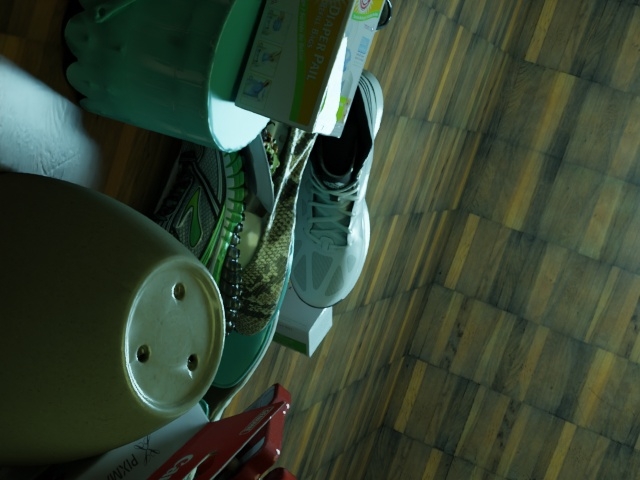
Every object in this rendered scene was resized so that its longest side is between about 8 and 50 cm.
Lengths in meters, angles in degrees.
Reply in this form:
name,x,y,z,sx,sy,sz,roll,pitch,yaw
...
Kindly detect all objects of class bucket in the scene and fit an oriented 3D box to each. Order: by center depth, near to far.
name,x,y,z,sx,sy,sz,roll,pitch,yaw
bucket,-0.151,-0.248,1.312,0.281,0.183,0.281,-57,160,-35

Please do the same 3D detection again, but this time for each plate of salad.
name,x,y,z,sx,sy,sz,roll,pitch,yaw
plate of salad,-0.088,-0.136,1.534,0.048,0.200,0.200,-16,142,-11

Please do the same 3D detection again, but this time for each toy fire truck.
name,x,y,z,sx,sy,sz,roll,pitch,yaw
toy fire truck,-0.170,0.417,1.985,0.302,0.169,0.254,-45,-167,19

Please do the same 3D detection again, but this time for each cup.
name,x,y,z,sx,sy,sz,roll,pitch,yaw
cup,-0.245,0.094,1.175,0.331,0.237,0.331,-9,101,-57

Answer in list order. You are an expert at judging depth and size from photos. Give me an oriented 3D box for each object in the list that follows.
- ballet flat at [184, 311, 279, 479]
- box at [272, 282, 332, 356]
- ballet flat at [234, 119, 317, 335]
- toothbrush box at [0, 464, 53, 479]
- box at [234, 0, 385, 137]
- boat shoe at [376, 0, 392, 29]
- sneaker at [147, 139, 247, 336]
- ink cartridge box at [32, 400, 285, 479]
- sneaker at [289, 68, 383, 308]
name,x,y,z,sx,sy,sz,roll,pitch,yaw
ballet flat,-0.202,0.240,1.850,0.400,0.139,0.139,-63,162,-3
box,-0.042,0.160,2.213,0.102,0.101,0.087,-54,157,-37
ballet flat,-0.108,-0.097,1.708,0.182,0.164,0.483,18,88,-50
toothbrush box,-0.352,0.257,1.405,0.283,0.122,0.206,-51,154,-45
box,-0.007,-0.234,1.277,0.114,0.103,0.203,-7,116,-71
boat shoe,0.042,-0.409,1.826,0.302,0.091,0.114,-20,129,-67
sneaker,-0.183,-0.033,1.545,0.134,0.146,0.343,-164,-102,-74
ink cartridge box,-0.217,0.258,1.236,0.066,0.261,0.296,62,34,-8
sneaker,0.003,-0.078,1.901,0.257,0.169,0.447,-53,151,-76
